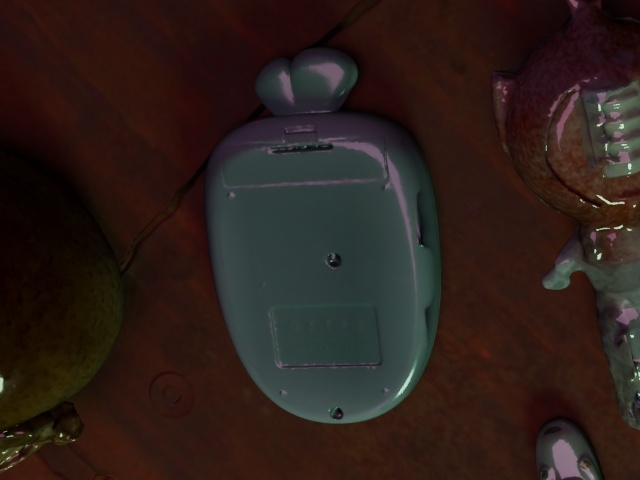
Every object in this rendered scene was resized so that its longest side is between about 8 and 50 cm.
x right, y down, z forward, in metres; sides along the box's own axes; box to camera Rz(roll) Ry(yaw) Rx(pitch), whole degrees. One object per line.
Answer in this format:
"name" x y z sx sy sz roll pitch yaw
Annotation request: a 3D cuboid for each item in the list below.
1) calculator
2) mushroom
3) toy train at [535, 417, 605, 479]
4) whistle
"calculator" 0.000 0.000 1.455 0.185 0.041 0.299 -1 105 17
"mushroom" -0.285 0.058 1.470 0.263 0.195 0.283 -39 118 -14
"toy train" 0.213 0.252 1.454 0.052 0.051 0.234 -16 99 16
"whistle" 0.213 -0.028 1.345 0.142 0.134 0.346 -19 110 -16
